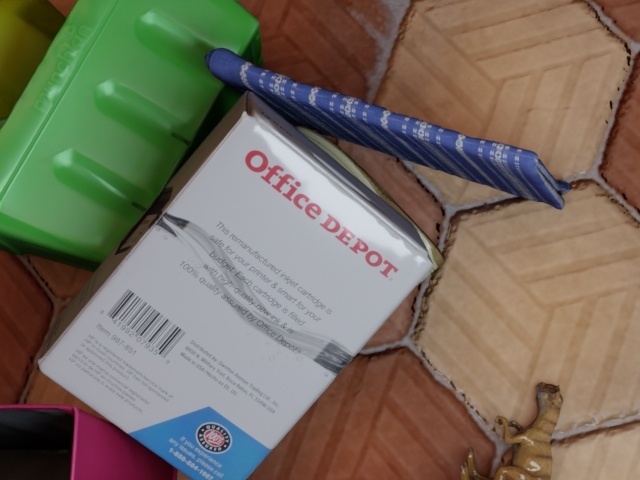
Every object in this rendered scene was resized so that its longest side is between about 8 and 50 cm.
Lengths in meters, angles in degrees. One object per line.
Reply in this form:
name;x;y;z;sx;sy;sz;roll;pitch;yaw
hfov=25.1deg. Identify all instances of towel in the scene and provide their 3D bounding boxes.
towel;0.072;-0.112;1.399;0.336;0.243;0.040;19;89;18

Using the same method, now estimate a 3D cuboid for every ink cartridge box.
ink cartridge box;-0.079;0.050;1.347;0.223;0.129;0.307;38;101;-13

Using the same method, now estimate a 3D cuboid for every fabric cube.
fabric cube;-0.306;0.302;1.377;0.259;0.258;0.254;-2;75;15

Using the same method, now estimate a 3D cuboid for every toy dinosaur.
toy dinosaur;0.192;0.235;1.363;0.112;0.064;0.212;1;75;15

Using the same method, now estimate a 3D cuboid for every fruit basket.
fruit basket;-0.285;-0.169;1.520;0.392;0.283;0.392;0;83;-1

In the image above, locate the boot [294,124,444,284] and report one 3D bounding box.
boot;0.000;0.000;1.475;0.165;0.077;0.213;-45;75;1
